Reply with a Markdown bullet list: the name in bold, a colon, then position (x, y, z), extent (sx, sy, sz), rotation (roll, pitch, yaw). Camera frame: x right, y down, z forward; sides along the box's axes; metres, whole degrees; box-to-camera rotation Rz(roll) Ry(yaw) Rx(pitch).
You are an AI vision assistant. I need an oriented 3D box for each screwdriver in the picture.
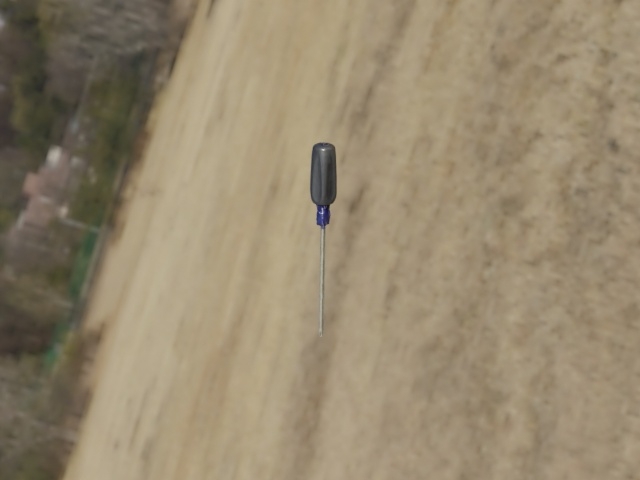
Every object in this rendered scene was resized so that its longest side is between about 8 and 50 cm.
- **screwdriver**: position (0.000, 0.000, 1.256), extent (0.025, 0.024, 0.170), rotation (33, 126, 52)
